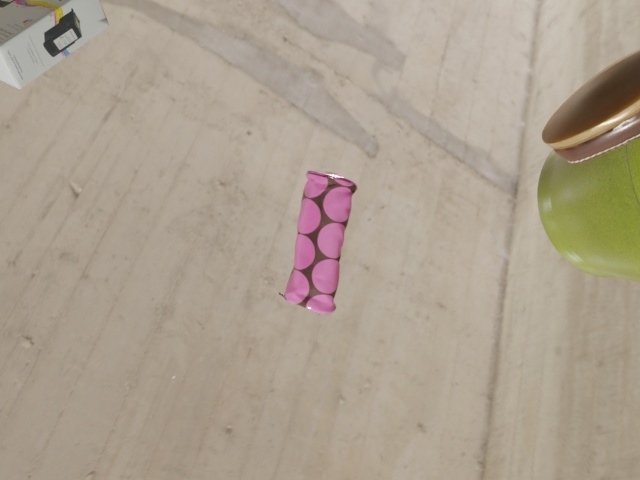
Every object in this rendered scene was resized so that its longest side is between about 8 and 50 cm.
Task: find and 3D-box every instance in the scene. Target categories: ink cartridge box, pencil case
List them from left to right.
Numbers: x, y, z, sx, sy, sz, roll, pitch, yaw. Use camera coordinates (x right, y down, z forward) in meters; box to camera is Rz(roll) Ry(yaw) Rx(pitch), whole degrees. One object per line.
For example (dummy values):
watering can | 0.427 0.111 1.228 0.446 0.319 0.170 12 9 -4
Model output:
ink cartridge box | -0.416 -0.310 1.021 0.127 0.072 0.175 26 -122 26
pencil case | 0.000 0.000 1.069 0.095 0.209 0.098 15 -171 16

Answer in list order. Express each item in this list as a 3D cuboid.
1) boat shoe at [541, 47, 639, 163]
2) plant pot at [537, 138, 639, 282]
boat shoe | 0.267 -0.116 0.520 0.073 0.207 0.073 40 -147 -23
plant pot | 0.485 -0.083 0.956 0.366 0.353 0.367 2 -98 -16
